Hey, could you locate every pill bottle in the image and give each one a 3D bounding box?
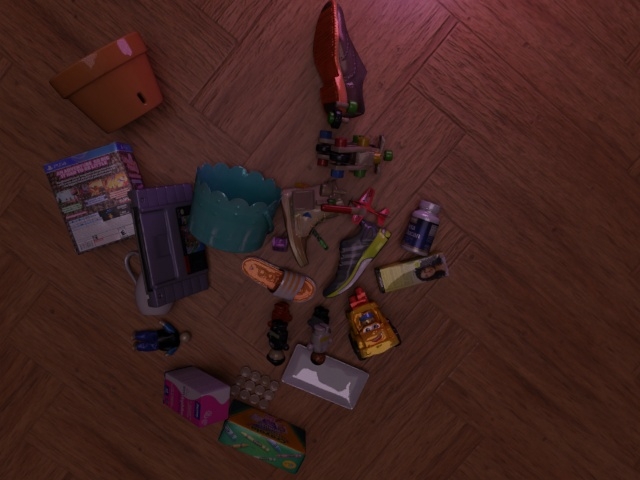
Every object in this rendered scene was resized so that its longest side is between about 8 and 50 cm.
[{"bbox_3d":[0.331,-0.042,1.713,0.094,0.094,0.169,18,96,-4],"label":"pill bottle"}]

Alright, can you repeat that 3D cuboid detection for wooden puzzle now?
[{"bbox_3d":[-0.053,-0.127,1.652,0.079,0.014,0.116,3,73,8],"label":"wooden puzzle"}]

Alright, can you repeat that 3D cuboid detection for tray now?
[{"bbox_3d":[0.016,0.463,1.799,0.271,0.030,0.145,24,95,-4],"label":"tray"}]

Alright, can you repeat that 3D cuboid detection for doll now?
[{"bbox_3d":[-0.529,0.326,1.756,0.189,0.046,0.128,-3,98,-1],"label":"doll"}]

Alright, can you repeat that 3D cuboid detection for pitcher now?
[{"bbox_3d":[-0.556,0.134,1.705,0.178,0.125,0.206,-2,87,19],"label":"pitcher"}]

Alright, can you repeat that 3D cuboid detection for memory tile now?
[{"bbox_3d":[-0.225,0.503,1.805,0.148,0.012,0.113,28,95,-4],"label":"memory tile"}]

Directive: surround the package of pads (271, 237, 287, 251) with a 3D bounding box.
[{"bbox_3d":[-0.132,0.014,1.711,0.050,0.083,0.031,4,76,-3],"label":"package of pads"}]

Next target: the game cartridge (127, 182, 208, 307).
[{"bbox_3d":[-0.460,0.006,1.636,0.068,0.230,0.354,-2,100,37],"label":"game cartridge"}]

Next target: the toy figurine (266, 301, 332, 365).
[{"bbox_3d":[-0.069,0.305,1.688,0.210,0.213,0.148,6,106,-5],"label":"toy figurine"}]

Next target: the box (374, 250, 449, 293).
[{"bbox_3d":[0.301,0.104,1.749,0.233,0.058,0.087,-16,97,1],"label":"box"}]

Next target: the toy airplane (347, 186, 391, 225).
[{"bbox_3d":[0.161,-0.101,1.711,0.151,0.028,0.151,1,63,-2],"label":"toy airplane"}]

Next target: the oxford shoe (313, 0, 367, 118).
[{"bbox_3d":[0.066,-0.559,1.647,0.133,0.130,0.363,-6,94,-31],"label":"oxford shoe"}]

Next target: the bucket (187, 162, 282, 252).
[{"bbox_3d":[-0.262,-0.099,1.595,0.281,0.281,0.183,18,114,-4],"label":"bucket"}]

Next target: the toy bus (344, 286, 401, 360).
[{"bbox_3d":[0.150,0.255,1.689,0.150,0.220,0.211,-21,91,-2],"label":"toy bus"}]

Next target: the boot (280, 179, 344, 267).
[{"bbox_3d":[-0.011,-0.057,1.688,0.204,0.095,0.261,-12,79,-2],"label":"boot"}]

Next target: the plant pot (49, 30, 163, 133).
[{"bbox_3d":[-0.606,-0.451,1.555,0.291,0.291,0.203,-29,113,2],"label":"plant pot"}]

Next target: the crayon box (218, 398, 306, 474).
[{"bbox_3d":[-0.188,0.646,1.747,0.279,0.165,0.081,26,96,-5],"label":"crayon box"}]

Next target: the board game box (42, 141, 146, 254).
[{"bbox_3d":[-0.675,-0.132,1.646,0.232,0.141,0.290,-17,97,0],"label":"board game box"}]

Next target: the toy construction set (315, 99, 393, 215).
[{"bbox_3d":[0.119,-0.223,1.602,0.238,0.257,0.308,6,81,-14],"label":"toy construction set"}]

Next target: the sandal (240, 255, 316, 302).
[{"bbox_3d":[-0.143,0.136,1.729,0.266,0.076,0.101,23,96,-4],"label":"sandal"}]

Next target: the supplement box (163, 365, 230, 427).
[{"bbox_3d":[-0.399,0.495,1.688,0.220,0.114,0.111,10,99,42],"label":"supplement box"}]

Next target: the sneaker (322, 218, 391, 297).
[{"bbox_3d":[0.097,0.061,1.725,0.121,0.111,0.300,38,89,4],"label":"sneaker"}]

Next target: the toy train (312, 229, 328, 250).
[{"bbox_3d":[0.000,0.000,1.743,0.017,0.023,0.083,-37,96,3],"label":"toy train"}]
